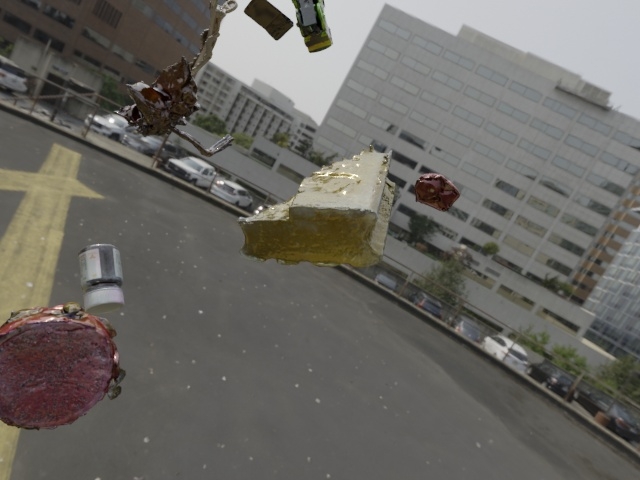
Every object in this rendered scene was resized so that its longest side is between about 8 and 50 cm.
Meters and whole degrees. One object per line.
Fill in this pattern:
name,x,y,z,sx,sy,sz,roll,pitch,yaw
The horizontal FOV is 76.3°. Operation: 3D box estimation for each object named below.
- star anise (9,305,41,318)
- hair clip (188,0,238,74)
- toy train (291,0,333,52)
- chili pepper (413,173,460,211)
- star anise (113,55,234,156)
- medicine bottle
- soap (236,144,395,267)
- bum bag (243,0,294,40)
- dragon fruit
star anise,-0.978,0.343,1.430,0.236,0.108,0.223,30,6,-34
hair clip,-0.274,-0.511,1.025,0.072,0.226,0.034,-13,63,-41
toy train,-0.038,-0.789,1.358,0.101,0.295,0.160,-11,-11,13
chili pepper,0.422,-0.183,1.441,0.144,0.136,0.253,-10,11,24
star anise,-0.354,-0.320,1.032,0.346,0.237,0.148,25,30,-56
medicine bottle,-0.942,0.165,1.753,0.165,0.165,0.273,17,52,-56
soap,0.006,-0.090,0.935,0.305,0.169,0.338,3,34,15
bum bag,-0.183,-0.780,1.430,0.160,0.026,0.109,26,-24,-31
dragon fruit,-0.685,0.278,1.043,0.263,0.296,0.313,17,-46,60
